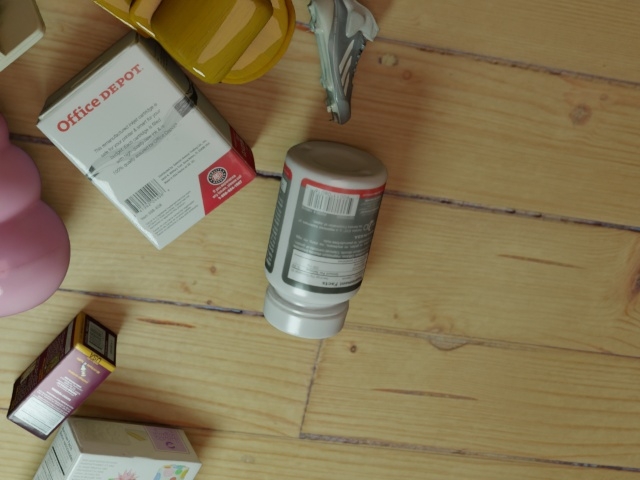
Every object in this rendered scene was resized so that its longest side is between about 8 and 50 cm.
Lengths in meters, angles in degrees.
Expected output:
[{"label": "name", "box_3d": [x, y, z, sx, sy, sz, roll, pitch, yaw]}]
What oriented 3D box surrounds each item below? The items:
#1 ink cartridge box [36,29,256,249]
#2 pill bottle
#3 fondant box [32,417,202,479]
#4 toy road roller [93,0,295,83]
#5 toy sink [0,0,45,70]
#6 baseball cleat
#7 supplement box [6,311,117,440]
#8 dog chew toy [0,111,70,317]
[{"label": "ink cartridge box", "box_3d": [-0.258, -0.155, 1.604, 0.197, 0.114, 0.273, -36, 116, 10]}, {"label": "pill bottle", "box_3d": [0.000, 0.000, 1.691, 0.161, 0.161, 0.283, 7, 115, -12]}, {"label": "fondant box", "box_3d": [-0.390, 0.471, 1.857, 0.238, 0.096, 0.330, 15, 115, -38]}, {"label": "toy road roller", "box_3d": [-0.183, -0.349, 1.450, 0.330, 0.240, 0.202, 34, 106, -21]}, {"label": "toy sink", "box_3d": [-0.519, -0.291, 1.455, 0.234, 0.152, 0.131, -35, 145, 10]}, {"label": "baseball cleat", "box_3d": [0.044, -0.278, 1.614, 0.110, 0.072, 0.205, -17, 121, -7]}, {"label": "supplement box", "box_3d": [-0.427, 0.225, 1.769, 0.081, 0.104, 0.188, 39, 105, -23]}, {"label": "dog chew toy", "box_3d": [-0.497, -0.057, 1.576, 0.207, 0.206, 0.331, -13, 109, -2]}]
